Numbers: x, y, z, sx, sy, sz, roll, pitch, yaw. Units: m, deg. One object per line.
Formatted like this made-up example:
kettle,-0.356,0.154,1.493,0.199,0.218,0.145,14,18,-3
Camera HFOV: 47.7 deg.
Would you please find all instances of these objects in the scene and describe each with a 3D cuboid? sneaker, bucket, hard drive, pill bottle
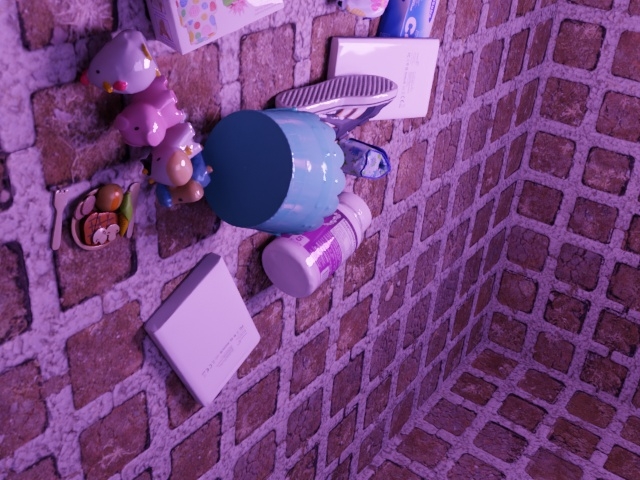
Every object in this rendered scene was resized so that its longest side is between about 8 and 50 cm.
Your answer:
sneaker,0.036,-0.309,1.733,0.321,0.126,0.127,-16,133,-23
bucket,-0.105,-0.146,1.518,0.183,0.281,0.281,-2,112,-57
hard drive,-0.268,0.220,1.725,0.233,0.047,0.353,-51,148,-26
hard drive,0.156,-0.415,1.864,0.319,0.040,0.210,-9,120,-31
pill bottle,0.000,0.000,1.888,0.301,0.169,0.169,-43,143,-37

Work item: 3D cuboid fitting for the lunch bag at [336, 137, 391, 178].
lunch bag,0.106,-0.218,1.950,0.151,0.129,0.096,8,103,-59

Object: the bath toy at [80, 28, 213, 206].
bath toy,-0.306,-0.208,1.290,0.129,0.151,0.348,-24,141,-2

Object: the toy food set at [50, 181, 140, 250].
toy food set,-0.400,-0.041,1.328,0.192,0.039,0.132,-15,123,-55

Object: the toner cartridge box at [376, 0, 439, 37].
toner cartridge box,0.224,-0.554,1.961,0.165,0.075,0.347,-9,118,-57

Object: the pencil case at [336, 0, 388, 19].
pencil case,0.115,-0.638,1.619,0.124,0.113,0.273,-6,141,-21

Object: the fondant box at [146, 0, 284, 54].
fondant box,-0.198,-0.519,1.229,0.238,0.096,0.330,-34,138,-27
